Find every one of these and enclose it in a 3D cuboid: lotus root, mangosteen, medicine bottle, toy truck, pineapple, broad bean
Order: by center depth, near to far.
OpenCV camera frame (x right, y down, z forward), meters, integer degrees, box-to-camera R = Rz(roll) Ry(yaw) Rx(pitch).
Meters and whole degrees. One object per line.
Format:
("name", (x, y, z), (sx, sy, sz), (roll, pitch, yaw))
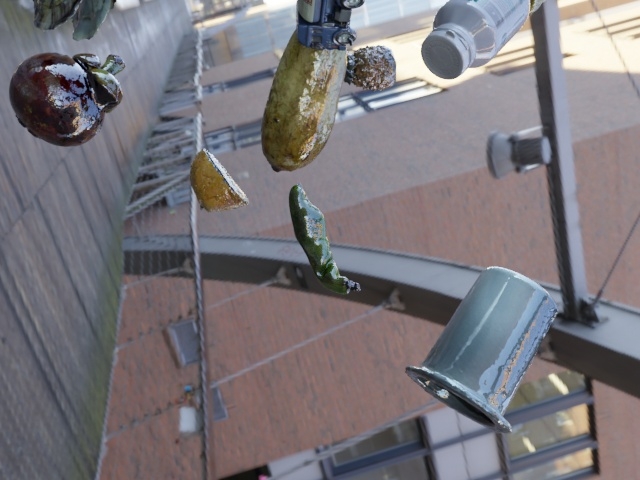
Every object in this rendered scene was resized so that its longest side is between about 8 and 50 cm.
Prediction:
("toy truck", (0.010, -0.321, 0.838), (0.202, 0.088, 0.074), (104, -17, -70))
("lotus root", (-0.027, -0.221, 1.028), (0.097, 0.110, 0.259), (-125, -134, -57))
("broad bean", (-0.004, 0.006, 1.061), (0.195, 0.061, 0.046), (60, 31, 4))
("mangosteen", (-0.425, -0.245, 1.116), (0.172, 0.184, 0.173), (-23, 90, -81))
("medicine bottle", (0.280, -0.393, 1.224), (0.135, 0.215, 0.135), (33, -28, 20))
("pineapple", (0.076, -0.390, 1.512), (0.108, 0.197, 0.108), (173, -90, -73))

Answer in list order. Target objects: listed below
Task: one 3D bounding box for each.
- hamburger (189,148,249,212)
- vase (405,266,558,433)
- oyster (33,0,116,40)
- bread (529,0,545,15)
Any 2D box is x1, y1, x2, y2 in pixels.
("hamburger", (-0.246, -0.120, 1.495), (0.176, 0.102, 0.087), (50, -5, 14))
("vase", (0.350, 0.218, 1.397), (0.245, 0.291, 0.245), (31, -16, 10))
("oyster", (-0.280, -0.431, 0.852), (0.162, 0.351, 0.158), (37, 25, 17))
("bread", (0.501, -0.648, 1.795), (0.129, 0.267, 0.152), (13, 46, -45))
